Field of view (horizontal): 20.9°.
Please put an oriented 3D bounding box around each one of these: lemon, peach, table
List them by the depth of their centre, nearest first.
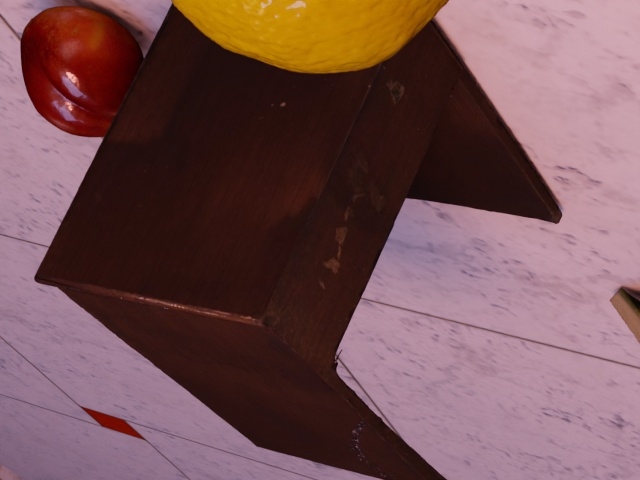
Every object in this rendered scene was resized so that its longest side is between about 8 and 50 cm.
[{"bbox_3d":[-0.010,-0.178,0.881,0.181,0.180,0.193,21,151,8],"label":"lemon"},{"bbox_3d":[0.000,0.000,1.212,0.196,0.250,0.282,8,156,35],"label":"table"},{"bbox_3d":[-0.183,-0.129,1.322,0.101,0.100,0.100,21,160,8],"label":"peach"}]

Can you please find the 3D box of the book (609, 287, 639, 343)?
[{"bbox_3d":[0.349,0.163,1.296,0.228,0.018,0.322,32,-165,-23],"label":"book"}]
